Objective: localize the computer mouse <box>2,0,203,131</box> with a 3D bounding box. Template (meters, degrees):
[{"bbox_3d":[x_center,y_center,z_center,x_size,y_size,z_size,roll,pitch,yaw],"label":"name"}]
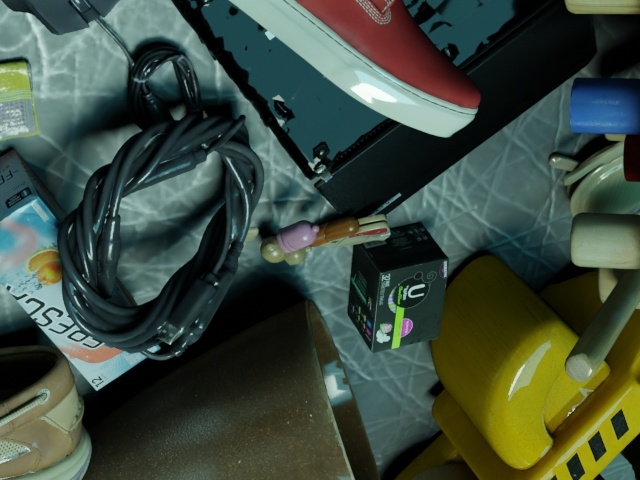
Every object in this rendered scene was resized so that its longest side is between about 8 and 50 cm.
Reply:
[{"bbox_3d":[-0.139,-0.132,0.993,0.071,0.041,0.242,-37,135,3],"label":"computer mouse"}]

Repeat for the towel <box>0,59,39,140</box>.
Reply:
[{"bbox_3d":[-0.225,-0.085,1.006,0.083,0.009,0.060,-12,132,-20],"label":"towel"}]

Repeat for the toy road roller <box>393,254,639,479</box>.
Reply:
[{"bbox_3d":[0.163,0.163,1.302,0.329,0.202,0.240,-46,122,5],"label":"toy road roller"}]

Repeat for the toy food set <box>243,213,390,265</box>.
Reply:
[{"bbox_3d":[0.000,0.000,1.161,0.122,0.019,0.078,-7,165,-14],"label":"toy food set"}]

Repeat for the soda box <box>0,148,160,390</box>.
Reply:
[{"bbox_3d":[-0.183,0.024,1.081,0.058,0.063,0.183,-34,135,-1],"label":"soda box"}]

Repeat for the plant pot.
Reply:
[{"bbox_3d":[-0.083,0.181,1.190,0.230,0.215,0.215,-18,134,4],"label":"plant pot"}]

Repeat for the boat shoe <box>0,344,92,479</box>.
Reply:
[{"bbox_3d":[-0.319,0.138,1.074,0.324,0.123,0.116,-12,124,-27],"label":"boat shoe"}]

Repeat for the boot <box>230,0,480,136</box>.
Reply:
[{"bbox_3d":[0.037,-0.190,0.964,0.244,0.088,0.176,36,103,-15],"label":"boot"}]

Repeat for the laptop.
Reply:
[{"bbox_3d":[0.056,-0.152,1.103,0.234,0.136,0.264,-37,109,3],"label":"laptop"}]

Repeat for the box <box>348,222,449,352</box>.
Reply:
[{"bbox_3d":[0.061,0.038,1.235,0.062,0.052,0.083,-12,130,-19],"label":"box"}]

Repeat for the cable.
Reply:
[{"bbox_3d":[-0.107,-0.013,1.063,0.150,0.047,0.184,36,81,-46],"label":"cable"}]

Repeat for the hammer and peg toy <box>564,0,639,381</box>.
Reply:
[{"bbox_3d":[0.247,-0.071,1.067,0.127,0.266,0.361,3,121,17],"label":"hammer and peg toy"}]

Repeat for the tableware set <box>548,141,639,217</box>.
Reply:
[{"bbox_3d":[0.282,-0.083,1.268,0.194,0.039,0.128,-32,147,6],"label":"tableware set"}]
